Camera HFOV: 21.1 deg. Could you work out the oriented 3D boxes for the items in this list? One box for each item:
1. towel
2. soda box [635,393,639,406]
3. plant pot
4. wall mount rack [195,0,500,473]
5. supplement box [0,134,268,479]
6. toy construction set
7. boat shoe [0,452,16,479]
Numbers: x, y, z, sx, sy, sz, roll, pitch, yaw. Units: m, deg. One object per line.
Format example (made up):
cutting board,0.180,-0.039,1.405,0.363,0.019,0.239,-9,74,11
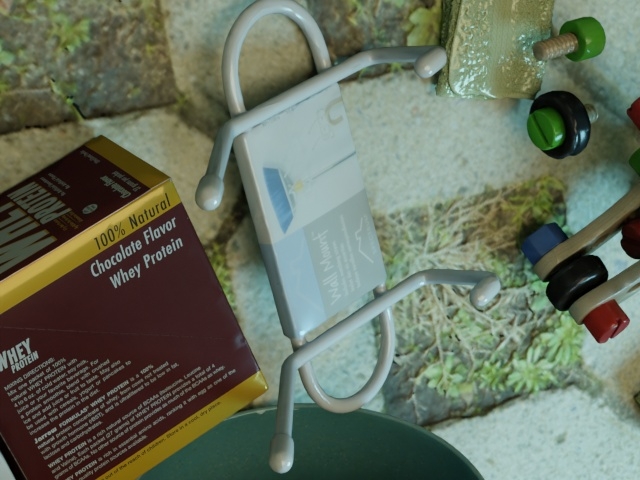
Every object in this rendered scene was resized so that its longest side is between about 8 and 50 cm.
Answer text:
towel,0.149,-0.188,1.422,0.110,0.027,0.148,-4,108,-30
soda box,0.391,0.123,1.647,0.181,0.061,0.058,-40,122,-13
plant pot,-0.008,0.292,1.354,0.290,0.290,0.195,-17,125,-25
wall mount rack,0.000,0.000,1.294,0.304,0.130,0.350,-33,116,-41
supplement box,-0.176,0.063,1.257,0.191,0.129,0.194,-33,120,-17
toy construction set,0.346,-0.028,1.440,0.237,0.309,0.257,-19,131,-32
boat shoe,-0.278,0.176,1.228,0.102,0.108,0.301,-31,140,-17
